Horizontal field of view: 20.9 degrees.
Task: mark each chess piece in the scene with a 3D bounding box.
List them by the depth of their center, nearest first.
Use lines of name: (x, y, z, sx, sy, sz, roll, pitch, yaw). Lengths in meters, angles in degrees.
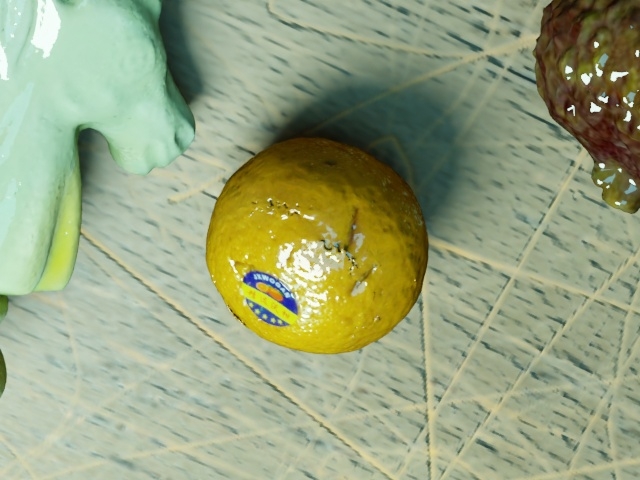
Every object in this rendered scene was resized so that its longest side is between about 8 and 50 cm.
chess piece: (-0.186, -0.040, 0.997, 0.176, 0.176, 0.298, 37, 99, -18)

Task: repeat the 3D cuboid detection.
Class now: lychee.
lychee: (0.216, -0.093, 0.971, 0.194, 0.194, 0.194, -1, 115, -2)

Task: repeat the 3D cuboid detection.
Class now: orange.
orange: (0.002, 0.001, 1.037, 0.135, 0.117, 0.135, 29, 140, 27)
